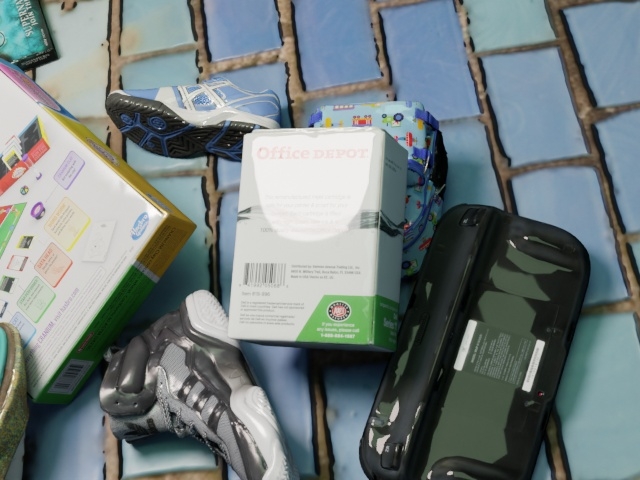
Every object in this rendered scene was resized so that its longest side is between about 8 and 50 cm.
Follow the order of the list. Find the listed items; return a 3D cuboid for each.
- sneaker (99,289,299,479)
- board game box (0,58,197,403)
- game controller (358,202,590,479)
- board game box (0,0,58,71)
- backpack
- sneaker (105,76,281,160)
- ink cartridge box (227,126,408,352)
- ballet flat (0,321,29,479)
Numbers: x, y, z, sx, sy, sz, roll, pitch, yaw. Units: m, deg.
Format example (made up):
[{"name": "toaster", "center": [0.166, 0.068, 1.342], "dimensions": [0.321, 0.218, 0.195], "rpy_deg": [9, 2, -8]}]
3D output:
[{"name": "sneaker", "center": [-0.125, 0.179, 1.234], "dimensions": [0.153, 0.101, 0.268], "rpy_deg": [-25, 51, -5]}, {"name": "board game box", "center": [-0.316, -0.018, 1.342], "dimensions": [0.316, 0.064, 0.242], "rpy_deg": [41, 98, 25]}, {"name": "game controller", "center": [0.157, 0.113, 1.240], "dimensions": [0.166, 0.067, 0.319], "rpy_deg": [20, 68, 4]}, {"name": "board game box", "center": [-0.422, -0.284, 1.626], "dimensions": [0.126, 0.026, 0.186], "rpy_deg": [-22, 56, -4]}, {"name": "backpack", "center": [0.054, -0.048, 1.334], "dimensions": [0.158, 0.117, 0.173], "rpy_deg": [1, 61, 13]}, {"name": "sneaker", "center": [-0.145, -0.147, 1.464], "dimensions": [0.211, 0.080, 0.081], "rpy_deg": [10, 53, 6]}, {"name": "ink cartridge box", "center": [0.000, 0.000, 1.229], "dimensions": [0.153, 0.087, 0.208], "rpy_deg": [2, 81, 21]}, {"name": "ballet flat", "center": [-0.350, 0.252, 1.218], "dimensions": [0.123, 0.123, 0.348], "rpy_deg": [6, 60, 14]}]
